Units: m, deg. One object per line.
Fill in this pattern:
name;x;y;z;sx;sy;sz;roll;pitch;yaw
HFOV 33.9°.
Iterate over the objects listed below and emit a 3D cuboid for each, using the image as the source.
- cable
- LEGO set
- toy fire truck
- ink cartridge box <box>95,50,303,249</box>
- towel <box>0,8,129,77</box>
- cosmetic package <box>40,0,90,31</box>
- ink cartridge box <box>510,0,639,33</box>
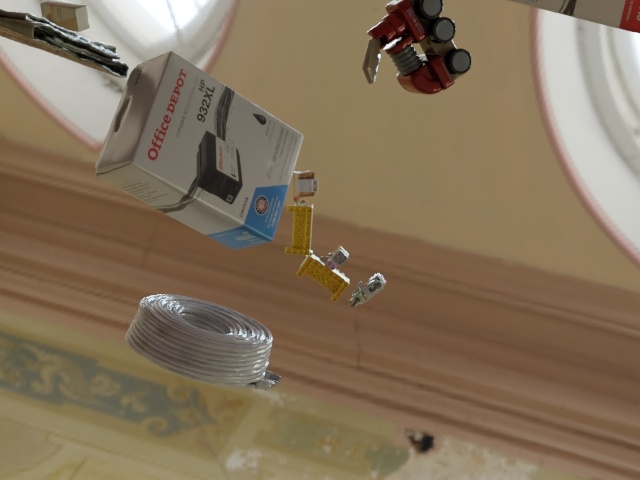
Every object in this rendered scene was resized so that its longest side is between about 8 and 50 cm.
cable;-0.212;0.176;1.866;0.257;0.089;0.257;28;-167;38
LEGO set;0.000;0.000;1.998;0.132;0.287;0.107;-31;-170;10
toy fire truck;0.183;-0.396;2.268;0.246;0.217;0.158;-36;-158;-12
ink cartridge box;-0.204;-0.151;1.828;0.129;0.307;0.223;-9;-122;50
towel;-0.518;-0.372;1.789;0.324;0.056;0.312;22;-177;19
cosmetic package;-0.608;-0.536;2.498;0.115;0.060;0.041;13;-148;28
ink cartridge box;0.480;-0.459;1.801;0.273;0.114;0.197;20;-144;23
